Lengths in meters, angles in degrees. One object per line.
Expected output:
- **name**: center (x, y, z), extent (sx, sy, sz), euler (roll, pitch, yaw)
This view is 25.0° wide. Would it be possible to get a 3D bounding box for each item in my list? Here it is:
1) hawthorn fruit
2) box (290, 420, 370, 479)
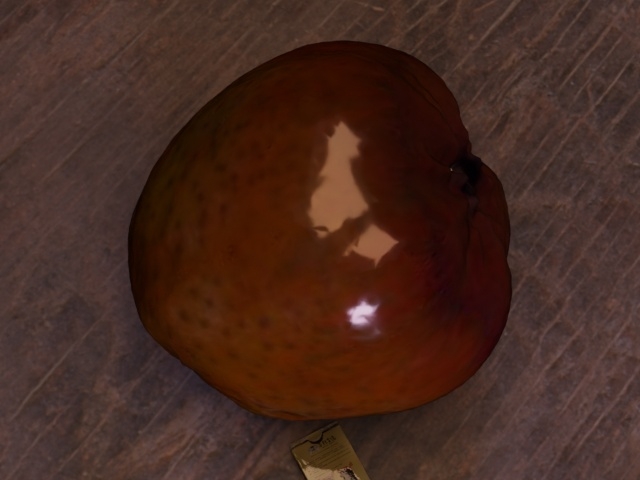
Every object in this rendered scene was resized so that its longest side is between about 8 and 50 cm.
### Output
- **hawthorn fruit**: center (0.000, 0.000, 1.716), extent (0.471, 0.472, 0.472), euler (2, 71, -7)
- **box**: center (0.025, 0.308, 1.812), extent (0.073, 0.020, 0.149), euler (-25, 76, -14)
